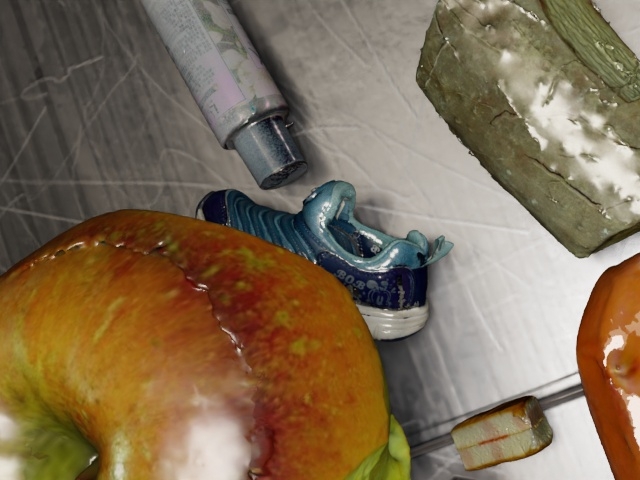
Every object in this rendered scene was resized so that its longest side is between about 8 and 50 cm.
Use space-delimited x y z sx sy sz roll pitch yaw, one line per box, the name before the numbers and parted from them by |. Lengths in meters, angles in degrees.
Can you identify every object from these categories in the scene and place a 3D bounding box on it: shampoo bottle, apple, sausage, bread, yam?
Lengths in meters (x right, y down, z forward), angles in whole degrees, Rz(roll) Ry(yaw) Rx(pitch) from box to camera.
shampoo bottle | -0.080 -0.141 1.179 0.072 0.072 0.214 -33 76 14
apple | -0.102 0.164 1.033 0.384 0.374 0.374 -38 77 18
sausage | 0.277 0.133 1.011 0.153 0.141 0.268 -22 81 16
bread | 0.152 0.146 1.099 0.062 0.109 0.043 -20 83 -28
yam | 0.178 -0.101 1.058 0.154 0.154 0.254 -40 80 12

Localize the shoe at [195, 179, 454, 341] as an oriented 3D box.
shoe | 0.000 0.000 1.128 0.207 0.091 0.106 20 109 13
